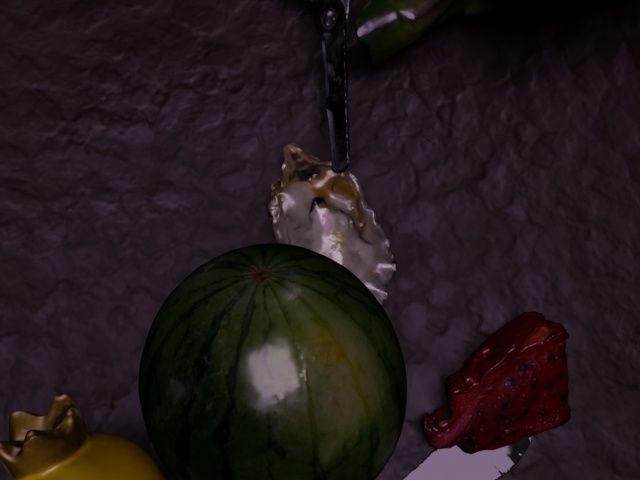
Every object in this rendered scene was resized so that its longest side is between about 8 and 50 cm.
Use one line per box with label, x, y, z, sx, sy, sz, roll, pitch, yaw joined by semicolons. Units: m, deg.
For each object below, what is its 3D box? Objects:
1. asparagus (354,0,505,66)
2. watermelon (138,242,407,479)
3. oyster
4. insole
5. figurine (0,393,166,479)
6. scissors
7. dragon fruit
asparagus;0.149;-0.244;0.670;0.287;0.080;0.080;-28;81;-5
watermelon;-0.033;0.109;0.535;0.188;0.214;0.188;-1;33;1
oyster;0.000;0.000;0.623;0.146;0.045;0.121;36;75;-3
insole;0.108;0.190;0.610;0.153;0.002;0.053;-37;82;-10
figurine;-0.142;0.228;0.463;0.127;0.185;0.234;-3;119;14
scissors;0.009;-0.212;0.632;0.024;0.160;0.317;6;77;-45
dragon fruit;0.140;0.114;0.595;0.131;0.063;0.097;-18;76;-6
